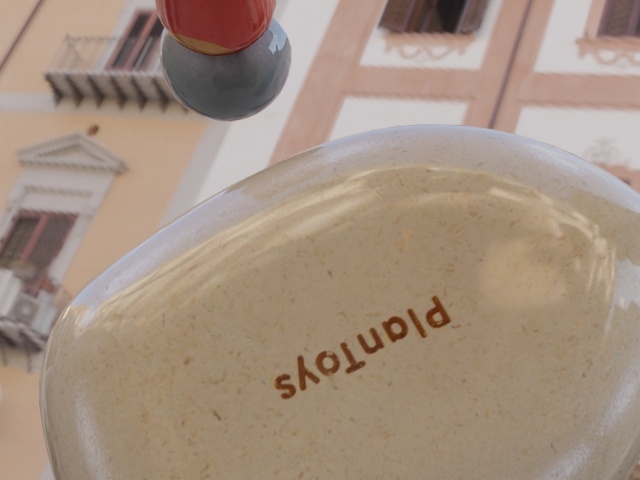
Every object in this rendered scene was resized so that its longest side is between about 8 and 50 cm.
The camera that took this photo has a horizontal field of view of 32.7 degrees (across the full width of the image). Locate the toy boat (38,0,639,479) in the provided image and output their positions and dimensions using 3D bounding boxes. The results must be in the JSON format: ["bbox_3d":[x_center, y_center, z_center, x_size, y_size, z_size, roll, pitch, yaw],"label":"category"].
[{"bbox_3d":[0.000,0.000,0.474,0.267,0.318,0.148,-20,-20,-8],"label":"toy boat"}]
